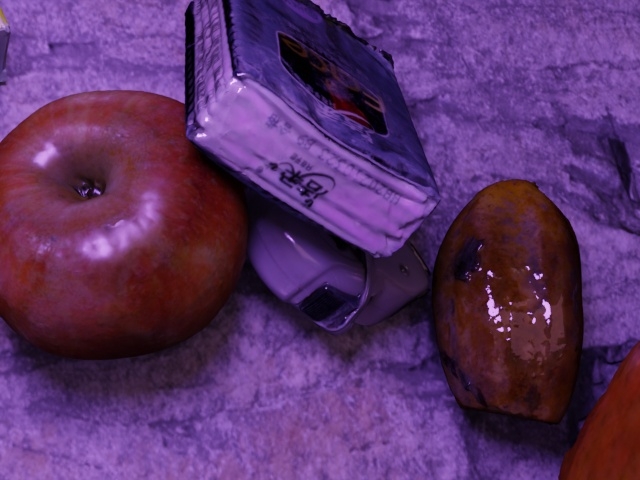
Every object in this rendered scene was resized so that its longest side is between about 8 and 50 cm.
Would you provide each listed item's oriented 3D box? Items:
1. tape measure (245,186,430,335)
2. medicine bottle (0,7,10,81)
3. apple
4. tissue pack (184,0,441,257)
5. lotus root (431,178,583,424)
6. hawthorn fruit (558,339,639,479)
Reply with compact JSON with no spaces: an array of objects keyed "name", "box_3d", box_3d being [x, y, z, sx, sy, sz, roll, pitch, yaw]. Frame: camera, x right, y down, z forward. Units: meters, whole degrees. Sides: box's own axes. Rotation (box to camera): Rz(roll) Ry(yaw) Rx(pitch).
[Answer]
[{"name":"tape measure","box_3d":[0.000,0.000,1.490,0.236,0.120,0.197,55,33,5]},{"name":"medicine bottle","box_3d":[-0.445,-0.289,1.444,0.141,0.137,0.250,-21,80,-22]},{"name":"apple","box_3d":[-0.211,-0.006,1.384,0.302,0.301,0.301,5,73,-17]},{"name":"tissue pack","box_3d":[-0.020,-0.150,1.414,0.259,0.361,0.122,30,112,-20]},{"name":"lotus root","box_3d":[0.216,0.070,1.531,0.193,0.193,0.290,8,74,-16]},{"name":"hawthorn fruit","box_3d":[0.456,0.289,1.409,0.472,0.472,0.471,5,73,-17]}]
